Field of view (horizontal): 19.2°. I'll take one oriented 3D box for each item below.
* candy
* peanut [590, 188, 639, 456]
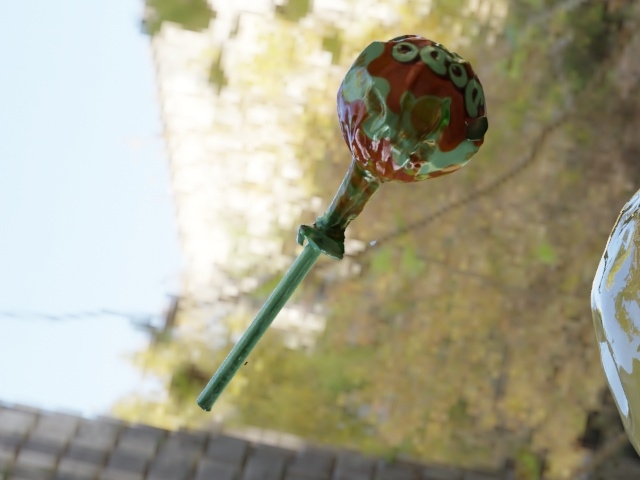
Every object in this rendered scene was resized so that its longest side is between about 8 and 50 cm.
[{"bbox_3d":[0.000,0.000,0.716,0.184,0.056,0.049,-55,1,26],"label":"candy"},{"bbox_3d":[0.178,-0.014,0.493,0.319,0.148,0.147,-23,-48,-42],"label":"peanut"}]
